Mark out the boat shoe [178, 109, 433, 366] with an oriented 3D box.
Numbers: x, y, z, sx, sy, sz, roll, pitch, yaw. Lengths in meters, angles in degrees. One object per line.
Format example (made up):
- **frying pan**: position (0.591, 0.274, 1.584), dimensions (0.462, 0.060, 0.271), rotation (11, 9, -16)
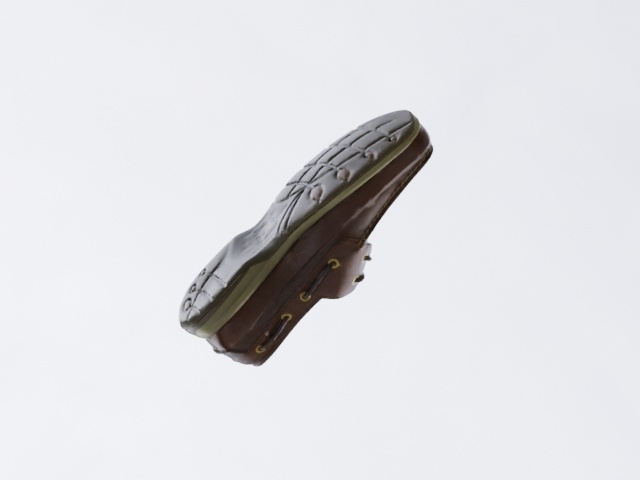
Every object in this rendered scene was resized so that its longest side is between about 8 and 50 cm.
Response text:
- **boat shoe**: position (0.000, 0.000, 0.966), dimensions (0.060, 0.178, 0.064), rotation (41, -165, -21)
